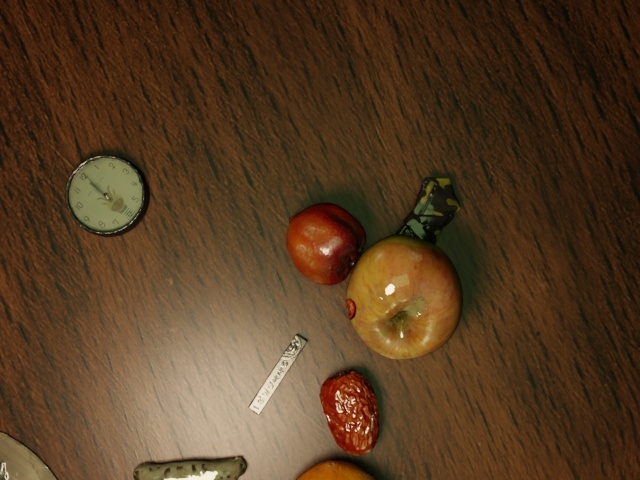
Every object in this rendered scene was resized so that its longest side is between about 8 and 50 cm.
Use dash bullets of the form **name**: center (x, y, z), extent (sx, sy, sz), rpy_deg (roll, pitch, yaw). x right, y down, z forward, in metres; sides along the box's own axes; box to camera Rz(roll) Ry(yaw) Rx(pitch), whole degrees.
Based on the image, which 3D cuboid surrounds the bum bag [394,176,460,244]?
- **bum bag**: center (0.225, -0.035, 1.706), extent (0.106, 0.060, 0.233), rpy_deg (33, 87, -6)

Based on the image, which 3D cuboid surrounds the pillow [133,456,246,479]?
- **pillow**: center (-0.277, 0.516, 1.658), extent (0.241, 0.051, 0.093), rpy_deg (-4, 85, -3)

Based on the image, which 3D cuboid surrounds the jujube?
- **jujube**: center (0.066, 0.366, 1.651), extent (0.112, 0.109, 0.176), rpy_deg (-15, 94, 34)

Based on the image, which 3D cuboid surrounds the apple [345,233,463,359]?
- **apple**: center (0.173, 0.116, 1.604), extent (0.260, 0.194, 0.261), rpy_deg (5, 126, 6)

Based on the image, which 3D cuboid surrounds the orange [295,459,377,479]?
- **orange**: center (0.033, 0.565, 1.596), extent (0.224, 0.170, 0.224), rpy_deg (0, 83, 0)

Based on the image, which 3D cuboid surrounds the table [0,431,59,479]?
- **table**: center (-0.695, 0.589, 1.550), extent (0.317, 0.249, 0.318), rpy_deg (0, 85, 0)

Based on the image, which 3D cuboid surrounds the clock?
- **clock**: center (-0.471, -0.100, 1.717), extent (0.184, 0.040, 0.185), rpy_deg (0, 85, -1)

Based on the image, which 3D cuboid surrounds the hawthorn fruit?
- **hawthorn fruit**: center (0.000, 0.000, 1.655), extent (0.188, 0.169, 0.169), rpy_deg (28, 85, 22)

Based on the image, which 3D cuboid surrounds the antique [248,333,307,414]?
- **antique**: center (-0.094, 0.292, 1.697), extent (0.031, 0.015, 0.192), rpy_deg (33, 85, 3)
